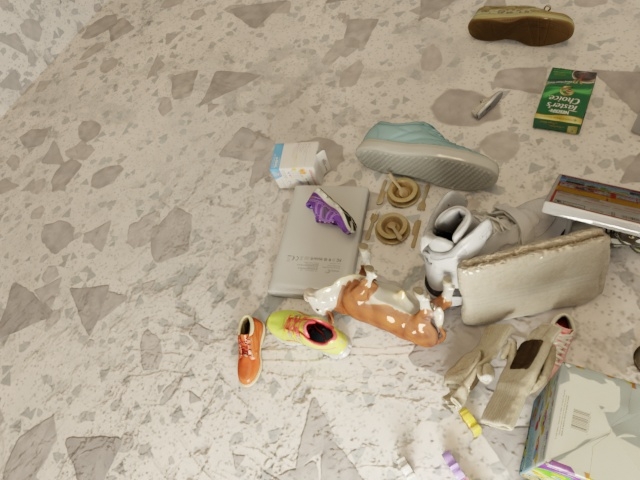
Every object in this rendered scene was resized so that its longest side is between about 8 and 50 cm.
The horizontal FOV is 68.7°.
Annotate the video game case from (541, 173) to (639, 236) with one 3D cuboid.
[{"bbox_3d":[0.573,-0.076,0.945,0.204,0.025,0.285,19,27,26],"label":"video game case"}]

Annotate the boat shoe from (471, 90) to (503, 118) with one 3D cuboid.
[{"bbox_3d":[0.445,-0.369,1.257,0.100,0.035,0.035,-45,61,-3],"label":"boat shoe"}]

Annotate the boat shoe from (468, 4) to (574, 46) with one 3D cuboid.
[{"bbox_3d":[0.569,-0.623,1.324,0.285,0.104,0.089,19,71,26],"label":"boat shoe"}]

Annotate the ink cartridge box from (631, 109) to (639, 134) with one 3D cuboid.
[{"bbox_3d":[0.846,-0.319,1.073,0.148,0.086,0.203,34,74,30],"label":"ink cartridge box"}]

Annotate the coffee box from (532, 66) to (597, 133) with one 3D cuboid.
[{"bbox_3d":[0.622,-0.357,1.191,0.113,0.040,0.184,19,68,25],"label":"coffee box"}]

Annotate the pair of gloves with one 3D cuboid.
[{"bbox_3d":[0.315,0.228,0.849,0.042,0.240,0.204,43,77,-4],"label":"pair of gloves"}]

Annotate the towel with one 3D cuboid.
[{"bbox_3d":[0.410,0.075,0.915,0.282,0.187,0.049,-14,42,9],"label":"towel"}]

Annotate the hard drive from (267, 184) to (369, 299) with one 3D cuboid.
[{"bbox_3d":[0.000,0.000,1.174,0.203,0.040,0.308,3,62,19],"label":"hard drive"}]

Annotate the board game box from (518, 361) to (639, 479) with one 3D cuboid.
[{"bbox_3d":[0.411,0.312,0.725,0.142,0.275,0.144,14,66,22],"label":"board game box"}]

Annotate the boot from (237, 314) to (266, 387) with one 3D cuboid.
[{"bbox_3d":[-0.166,0.247,1.057,0.059,0.085,0.158,-3,61,13],"label":"boot"}]

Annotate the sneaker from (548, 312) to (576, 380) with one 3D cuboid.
[{"bbox_3d":[0.453,0.200,0.902,0.051,0.070,0.134,19,69,23],"label":"sneaker"}]

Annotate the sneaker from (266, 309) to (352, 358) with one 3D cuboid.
[{"bbox_3d":[-0.034,0.194,1.040,0.208,0.094,0.082,11,66,24],"label":"sneaker"}]

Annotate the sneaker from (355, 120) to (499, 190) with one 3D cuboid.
[{"bbox_3d":[0.273,-0.237,1.173,0.365,0.135,0.150,19,71,24],"label":"sneaker"}]

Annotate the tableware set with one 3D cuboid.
[{"bbox_3d":[0.190,-0.081,1.164,0.128,0.039,0.194,10,64,22],"label":"tableware set"}]

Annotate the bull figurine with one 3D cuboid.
[{"bbox_3d":[0.122,0.121,0.975,0.310,0.188,0.101,19,43,7],"label":"bull figurine"}]

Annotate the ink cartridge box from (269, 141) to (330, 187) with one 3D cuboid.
[{"bbox_3d":[-0.051,-0.205,1.278,0.143,0.092,0.090,1,61,18],"label":"ink cartridge box"}]

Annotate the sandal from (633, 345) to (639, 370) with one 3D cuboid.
[{"bbox_3d":[0.671,0.246,0.813,0.219,0.060,0.090,34,75,30],"label":"sandal"}]

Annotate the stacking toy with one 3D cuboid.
[{"bbox_3d":[0.262,0.439,0.833,0.167,0.052,0.221,-33,57,-3],"label":"stacking toy"}]

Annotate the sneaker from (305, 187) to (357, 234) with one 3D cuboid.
[{"bbox_3d":[0.025,-0.060,1.151,0.071,0.068,0.170,-49,49,5],"label":"sneaker"}]

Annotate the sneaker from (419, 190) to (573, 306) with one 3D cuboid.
[{"bbox_3d":[0.363,-0.024,0.965,0.365,0.210,0.137,-32,44,-2],"label":"sneaker"}]

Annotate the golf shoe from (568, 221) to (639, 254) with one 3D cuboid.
[{"bbox_3d":[0.618,-0.023,0.968,0.198,0.094,0.077,6,64,22],"label":"golf shoe"}]
